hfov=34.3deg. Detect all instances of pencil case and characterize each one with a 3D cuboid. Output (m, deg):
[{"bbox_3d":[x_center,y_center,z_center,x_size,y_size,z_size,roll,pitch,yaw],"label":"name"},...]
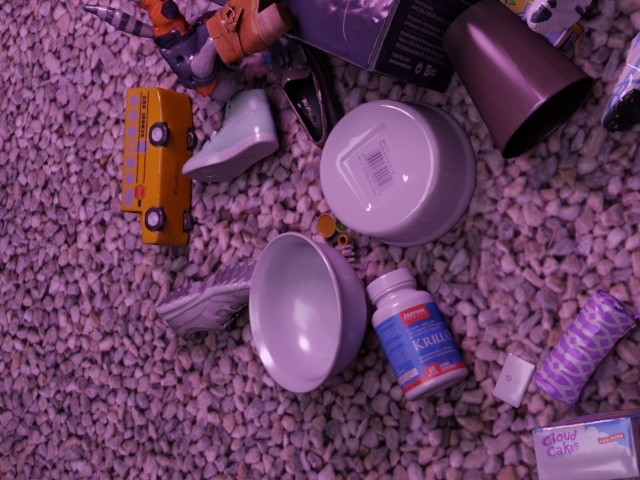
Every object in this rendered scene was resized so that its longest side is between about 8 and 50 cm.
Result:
[{"bbox_3d":[0.444,0.179,1.730,0.088,0.086,0.206,34,108,4],"label":"pencil case"}]

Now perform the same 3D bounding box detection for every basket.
[{"bbox_3d":[0.324,-0.292,1.778,0.204,0.154,0.227,-48,66,36],"label":"basket"}]

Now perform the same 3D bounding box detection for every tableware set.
[{"bbox_3d":[0.000,0.000,2.027,0.154,0.024,0.104,-7,88,40],"label":"tableware set"}]

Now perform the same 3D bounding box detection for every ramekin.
[{"bbox_3d":[0.132,-0.128,1.904,0.277,0.135,0.277,-2,86,32],"label":"ramekin"}]

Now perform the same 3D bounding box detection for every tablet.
[{"bbox_3d":[0.341,0.247,1.831,0.054,0.006,0.083,26,100,30],"label":"tablet"}]

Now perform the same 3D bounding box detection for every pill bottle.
[{"bbox_3d":[0.167,0.168,1.873,0.124,0.124,0.221,-33,72,26],"label":"pill bottle"}]

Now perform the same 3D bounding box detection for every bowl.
[{"bbox_3d":[-0.001,0.131,1.948,0.298,0.134,0.298,5,96,54],"label":"bowl"}]

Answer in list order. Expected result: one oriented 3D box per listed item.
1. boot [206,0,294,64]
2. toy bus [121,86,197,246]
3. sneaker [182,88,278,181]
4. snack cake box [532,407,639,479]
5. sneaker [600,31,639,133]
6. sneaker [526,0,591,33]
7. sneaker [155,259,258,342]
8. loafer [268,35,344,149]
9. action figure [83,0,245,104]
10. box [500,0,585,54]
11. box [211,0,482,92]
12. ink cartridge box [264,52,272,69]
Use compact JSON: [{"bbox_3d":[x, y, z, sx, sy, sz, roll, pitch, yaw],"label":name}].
[{"bbox_3d":[-0.138,-0.414,1.786,0.152,0.073,0.197,-25,73,33],"label":"boot"},{"bbox_3d":[-0.349,-0.156,2.216,0.130,0.108,0.333,1,88,32],"label":"toy bus"},{"bbox_3d":[-0.188,-0.220,2.140,0.256,0.094,0.151,-22,63,36],"label":"sneaker"},{"bbox_3d":[0.450,0.315,1.609,0.152,0.264,0.089,-12,81,30],"label":"snack cake box"},{"bbox_3d":[0.534,-0.286,1.707,0.237,0.085,0.086,-61,35,18],"label":"sneaker"},{"bbox_3d":[0.388,-0.450,1.757,0.153,0.094,0.235,29,75,39],"label":"sneaker"},{"bbox_3d":[-0.196,0.126,2.134,0.281,0.105,0.115,-20,111,25],"label":"sneaker"},{"bbox_3d":[-0.031,-0.298,2.025,0.096,0.084,0.268,-32,80,26],"label":"loafer"},{"bbox_3d":[-0.291,-0.399,2.054,0.330,0.341,0.178,44,82,-13],"label":"action figure"},{"bbox_3d":[0.378,-0.401,1.815,0.169,0.054,0.059,46,110,24],"label":"box"},{"bbox_3d":[0.066,-0.583,1.873,0.480,0.297,0.472,30,105,29],"label":"box"},{"bbox_3d":[-0.070,-0.380,2.103,0.083,0.028,0.048,-45,68,21],"label":"ink cartridge box"}]
